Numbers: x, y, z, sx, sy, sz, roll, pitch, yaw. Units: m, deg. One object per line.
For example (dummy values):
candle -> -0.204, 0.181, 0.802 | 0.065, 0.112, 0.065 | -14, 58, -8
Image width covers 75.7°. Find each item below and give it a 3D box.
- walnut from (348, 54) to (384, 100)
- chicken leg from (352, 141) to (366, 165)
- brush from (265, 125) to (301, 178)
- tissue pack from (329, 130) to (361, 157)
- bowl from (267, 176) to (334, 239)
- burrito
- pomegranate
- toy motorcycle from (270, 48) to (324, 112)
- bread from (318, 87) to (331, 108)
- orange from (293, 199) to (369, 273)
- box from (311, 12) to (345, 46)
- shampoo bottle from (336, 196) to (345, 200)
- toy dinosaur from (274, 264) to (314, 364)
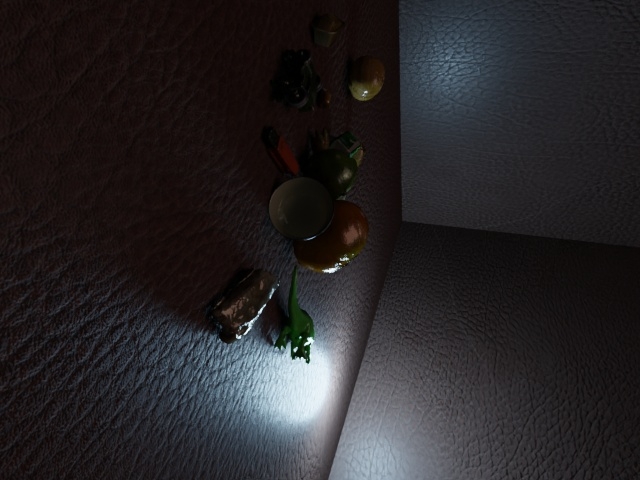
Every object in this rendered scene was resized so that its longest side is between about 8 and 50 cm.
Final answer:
walnut -> 0.235, -0.832, 2.119 | 0.195, 0.195, 0.222 | 50, 47, -65
chicken leg -> 0.176, -0.417, 2.254 | 0.087, 0.107, 0.252 | -56, 160, -85
brush -> -0.132, -0.293, 1.494 | 0.323, 0.051, 0.071 | 56, 39, -58
tissue pack -> 0.072, -0.421, 1.896 | 0.148, 0.156, 0.209 | -43, -176, 30
bowl -> -0.067, -0.104, 1.511 | 0.126, 0.237, 0.238 | 81, 20, -78
burrito -> -0.227, 0.181, 1.330 | 0.348, 0.107, 0.175 | -49, 156, -55
pomegranate -> 0.023, -0.314, 1.722 | 0.302, 0.235, 0.236 | 68, 18, 7
toy motorcycle -> -0.074, -0.549, 1.461 | 0.205, 0.127, 0.275 | 56, 38, -64
bread -> 0.020, -0.628, 1.784 | 0.062, 0.049, 0.103 | 152, -49, -71
orange -> 0.044, -0.026, 1.672 | 0.310, 0.274, 0.275 | -27, 130, -27
box -> 0.030, -0.855, 1.658 | 0.177, 0.111, 0.111 | -63, 153, -45
shampoo bottle -> 0.096, -0.188, 2.174 | 0.072, 0.049, 0.213 | 55, 46, -57
toy dinosaur -> -0.062, 0.317, 1.795 | 0.374, 0.143, 0.501 | -32, 132, -72
